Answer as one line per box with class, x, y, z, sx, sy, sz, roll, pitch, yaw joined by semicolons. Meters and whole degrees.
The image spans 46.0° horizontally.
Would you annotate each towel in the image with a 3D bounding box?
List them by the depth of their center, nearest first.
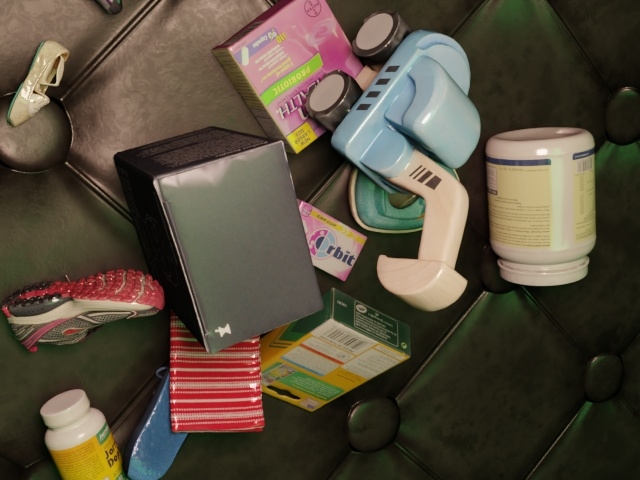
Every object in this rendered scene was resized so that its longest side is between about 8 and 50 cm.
towel;-0.202;0.238;1.492;0.199;0.031;0.274;8;67;-31

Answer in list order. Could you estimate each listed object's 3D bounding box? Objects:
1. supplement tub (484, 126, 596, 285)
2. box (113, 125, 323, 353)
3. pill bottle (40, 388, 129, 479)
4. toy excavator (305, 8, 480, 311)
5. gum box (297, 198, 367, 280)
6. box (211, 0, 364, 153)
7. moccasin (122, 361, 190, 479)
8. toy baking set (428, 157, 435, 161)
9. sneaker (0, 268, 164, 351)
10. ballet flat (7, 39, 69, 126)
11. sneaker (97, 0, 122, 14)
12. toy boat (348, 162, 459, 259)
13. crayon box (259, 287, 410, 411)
supplement tub;0.499;-0.081;1.707;0.236;0.235;0.324;-12;106;-21
box;-0.192;-0.025;1.324;0.212;0.395;0.293;-20;109;-19
pill bottle;-0.457;0.397;1.452;0.118;0.118;0.208;-23;109;-18
toy excavator;0.164;-0.148;1.309;0.222;0.445;0.432;36;91;-42
gum box;0.000;0.000;1.599;0.188;0.062;0.107;29;89;-26
box;-0.049;-0.331;1.476;0.214;0.117;0.243;-39;114;-12
moccasin;-0.294;0.315;1.500;0.138;0.117;0.342;44;58;-12
toy baking set;0.219;-0.252;1.606;0.256;0.030;0.196;-12;71;-24
sneaker;-0.423;0.128;1.378;0.300;0.121;0.111;-8;113;12
ballet flat;-0.492;-0.270;1.321;0.052;0.057;0.168;24;91;2
sneaker;-0.438;-0.480;1.307;0.098;0.083;0.223;-30;108;7
toy boat;0.198;-0.045;1.630;0.268;0.148;0.318;-12;105;-22
crayon box;0.004;0.236;1.571;0.203;0.083;0.323;28;134;-27
